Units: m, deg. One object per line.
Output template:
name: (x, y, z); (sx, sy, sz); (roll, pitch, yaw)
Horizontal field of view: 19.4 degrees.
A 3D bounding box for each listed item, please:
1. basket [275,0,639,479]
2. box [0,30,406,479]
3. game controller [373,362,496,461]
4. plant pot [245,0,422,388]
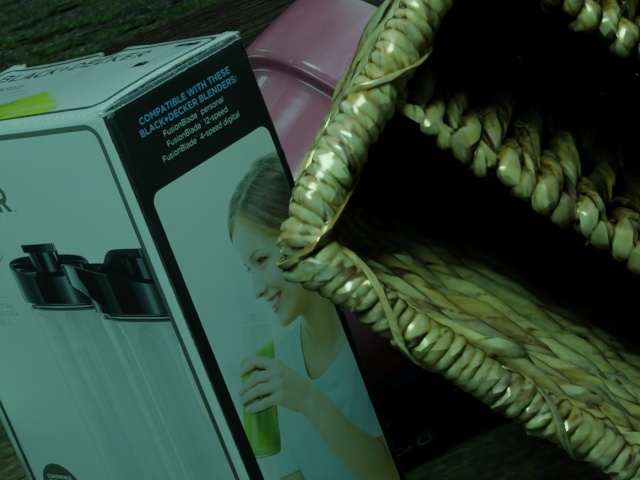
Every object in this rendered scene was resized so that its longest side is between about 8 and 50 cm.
basket: (0.163, -0.030, 0.785); (0.213, 0.299, 0.223); (-55, 5, 20)
box: (-0.069, 0.061, 0.846); (0.169, 0.290, 0.087); (-1, 25, 45)
game controller: (0.009, 0.083, 1.070); (0.319, 0.067, 0.166); (-24, 18, -11)
plant pot: (0.000, 0.000, 0.999); (0.180, 0.201, 0.201); (-47, 25, -15)
